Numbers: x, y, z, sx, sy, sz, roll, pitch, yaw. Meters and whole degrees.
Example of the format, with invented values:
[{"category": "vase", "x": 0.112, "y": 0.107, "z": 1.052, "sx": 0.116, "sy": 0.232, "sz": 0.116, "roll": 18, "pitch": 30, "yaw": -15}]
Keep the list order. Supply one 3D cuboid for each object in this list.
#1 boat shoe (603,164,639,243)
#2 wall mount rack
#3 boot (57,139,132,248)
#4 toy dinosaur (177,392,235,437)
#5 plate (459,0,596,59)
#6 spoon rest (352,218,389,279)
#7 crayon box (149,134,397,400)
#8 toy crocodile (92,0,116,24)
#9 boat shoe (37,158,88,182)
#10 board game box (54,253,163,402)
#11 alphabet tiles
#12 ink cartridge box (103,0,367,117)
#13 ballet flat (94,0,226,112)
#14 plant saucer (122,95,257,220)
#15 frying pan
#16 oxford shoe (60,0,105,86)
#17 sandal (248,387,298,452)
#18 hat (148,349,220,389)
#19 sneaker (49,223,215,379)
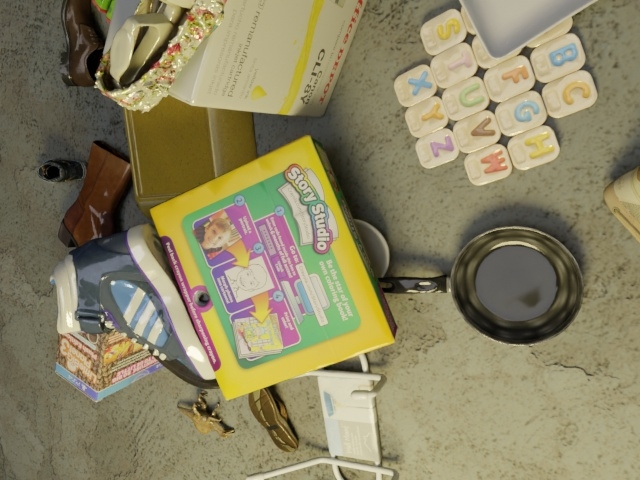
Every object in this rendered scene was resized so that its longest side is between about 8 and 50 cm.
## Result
[{"category": "boat shoe", "x": 0.513, "y": 0.026, "z": 0.638, "sx": 0.302, "sy": 0.109, "sz": 0.098, "roll": 52, "pitch": 157, "yaw": 9}, {"category": "wall mount rack", "x": -0.008, "y": 0.372, "z": 0.943, "sx": 0.305, "sy": 0.130, "sz": 0.349, "roll": -5, "pitch": 97, "yaw": 27}, {"category": "boot", "x": -0.503, "y": -0.067, "z": 1.160, "sx": 0.264, "sy": 0.096, "sz": 0.280, "roll": 38, "pitch": 107, "yaw": 24}, {"category": "toy dinosaur", "x": -0.291, "y": 0.420, "z": 1.143, "sx": 0.183, "sy": 0.053, "sz": 0.092, "roll": 16, "pitch": 108, "yaw": 24}, {"category": "plate", "x": 0.308, "y": -0.440, "z": 0.664, "sx": 0.278, "sy": 0.045, "sz": 0.277, "roll": -28, "pitch": 86, "yaw": 21}, {"category": "spoon rest", "x": 0.000, "y": 0.000, "z": 0.896, "sx": 0.277, "sy": 0.084, "sz": 0.137, "roll": 25, "pitch": 110, "yaw": 22}, {"category": "crayon box", "x": -0.080, "y": 0.049, "z": 0.828, "sx": 0.313, "sy": 0.106, "sz": 0.362, "roll": -22, "pitch": 88, "yaw": 11}, {"category": "toy crocodile", "x": -0.407, "y": -0.483, "z": 0.995, "sx": 0.340, "sy": 0.115, "sz": 0.105, "roll": 48, "pitch": 117, "yaw": 11}, {"category": "boat shoe", "x": -0.688, "y": -0.180, "z": 1.215, "sx": 0.184, "sy": 0.083, "sz": 0.065, "roll": 0, "pitch": 100, "yaw": 27}, {"category": "board game box", "x": -0.435, "y": 0.164, "z": 1.066, "sx": 0.141, "sy": 0.232, "sz": 0.290, "roll": 23, "pitch": 109, "yaw": 23}, {"category": "alphabet tiles", "x": 0.264, "y": -0.239, "z": 0.751, "sx": 0.278, "sy": 0.021, "sz": 0.283, "roll": -19, "pitch": 90, "yaw": 28}, {"category": "ink cartridge box", "x": -0.086, "y": -0.346, "z": 0.706, "sx": 0.161, "sy": 0.385, "sz": 0.279, "roll": 30, "pitch": 112, "yaw": 16}, {"category": "ballet flat", "x": -0.165, "y": -0.238, "z": 0.507, "sx": 0.091, "sy": 0.077, "sz": 0.241, "roll": 43, "pitch": 114, "yaw": 10}, {"category": "plant saucer", "x": -0.298, "y": -0.205, "z": 1.013, "sx": 0.333, "sy": 0.081, "sz": 0.332, "roll": -1, "pitch": 99, "yaw": 27}, {"category": "frying pan", "x": 0.261, "y": 0.097, "z": 0.796, "sx": 0.326, "sy": 0.053, "sz": 0.197, "roll": -26, "pitch": 88, "yaw": 28}, {"category": "oxford shoe", "x": -0.537, "y": -0.471, "z": 1.096, "sx": 0.096, "sy": 0.083, "sz": 0.227, "roll": 6, "pitch": 104, "yaw": 7}, {"category": "sandal", "x": -0.099, "y": 0.385, "z": 1.045, "sx": 0.072, "sy": 0.049, "sz": 0.180, "roll": -22, "pitch": 104, "yaw": 34}, {"category": "hat", "x": -0.225, "y": 0.134, "z": 0.993, "sx": 0.332, "sy": 0.134, "sz": 0.330, "roll": 0, "pitch": 99, "yaw": 0}, {"category": "sneaker", "x": -0.341, "y": 0.144, "z": 0.862, "sx": 0.237, "sy": 0.130, "sz": 0.322, "roll": -24, "pitch": 106, "yaw": 7}]
